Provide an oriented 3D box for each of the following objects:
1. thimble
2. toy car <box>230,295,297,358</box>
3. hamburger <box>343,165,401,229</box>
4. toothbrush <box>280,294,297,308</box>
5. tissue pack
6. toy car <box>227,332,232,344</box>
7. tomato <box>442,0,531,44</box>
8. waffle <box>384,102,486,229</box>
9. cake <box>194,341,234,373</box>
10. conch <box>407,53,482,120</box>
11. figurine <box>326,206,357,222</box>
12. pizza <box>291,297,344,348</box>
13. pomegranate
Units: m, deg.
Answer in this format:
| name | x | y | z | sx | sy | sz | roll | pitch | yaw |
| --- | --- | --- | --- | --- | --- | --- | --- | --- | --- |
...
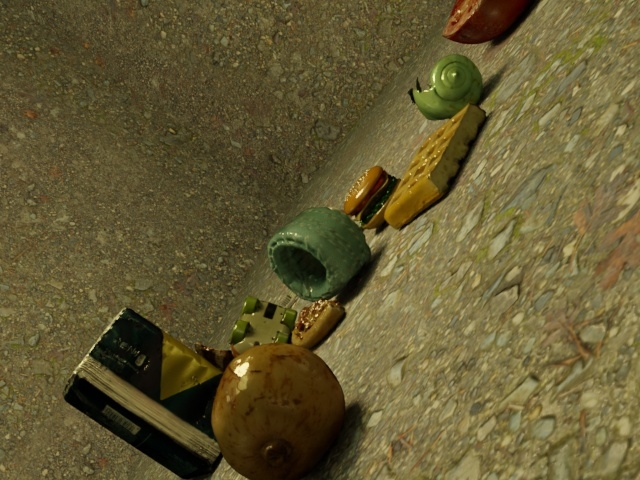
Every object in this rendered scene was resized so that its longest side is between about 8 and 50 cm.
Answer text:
| name | x | y | z | sx | sy | sz | roll | pitch | yaw |
| --- | --- | --- | --- | --- | --- | --- | --- | --- | --- |
| thimble | 0.002 | 0.033 | 1.713 | 0.235 | 0.199 | 0.143 | 14 | 43 | 40 |
| toy car | -0.164 | 0.288 | 1.983 | 0.235 | 0.145 | 0.235 | 17 | -90 | -89 |
| hamburger | 0.131 | -0.106 | 1.829 | 0.162 | 0.115 | 0.162 | -52 | 8 | 10 |
| toothbrush | -0.013 | 0.083 | 2.217 | 0.342 | 0.030 | 0.025 | -49 | 14 | 24 |
| tissue pack | -0.416 | 0.403 | 1.909 | 0.253 | 0.416 | 0.264 | -56 | 6 | -32 |
| toy car | -0.178 | 0.278 | 2.184 | 0.191 | 0.100 | 0.097 | -16 | 34 | 45 |
| tomato | 0.467 | -0.638 | 1.965 | 0.338 | 0.143 | 0.338 | -57 | 9 | 14 |
| waffle | 0.242 | -0.159 | 1.609 | 0.248 | 0.055 | 0.221 | -59 | 9 | -28 |
| cake | -0.278 | 0.364 | 2.039 | 0.246 | 0.112 | 0.135 | 64 | -141 | -75 |
| conch | 0.291 | -0.354 | 1.799 | 0.143 | 0.137 | 0.250 | -38 | 7 | -17 |
| figurine | 0.000 | 0.003 | 2.039 | 0.257 | 0.181 | 0.144 | -51 | 24 | 13 |
| pizza | -0.018 | 0.189 | 1.694 | 0.127 | 0.058 | 0.246 | -57 | 10 | -17 |
| pomegranate | -0.063 | 0.272 | 1.154 | 0.215 | 0.215 | 0.215 | -53 | 8 | 11 |
